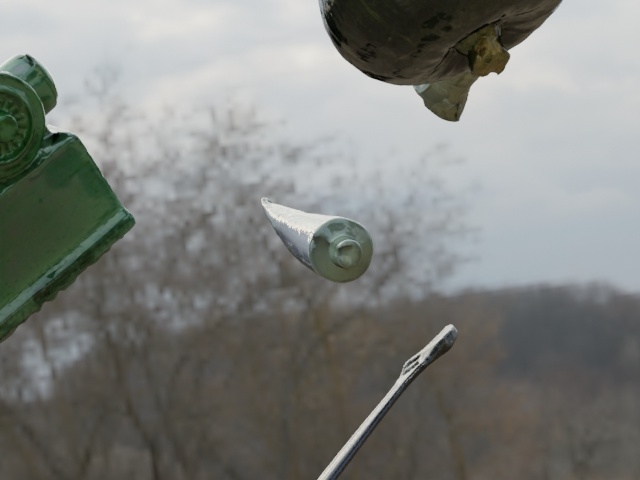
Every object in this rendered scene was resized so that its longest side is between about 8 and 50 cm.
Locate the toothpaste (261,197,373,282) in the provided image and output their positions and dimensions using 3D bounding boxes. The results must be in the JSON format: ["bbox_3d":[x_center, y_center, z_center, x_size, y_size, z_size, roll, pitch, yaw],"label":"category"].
[{"bbox_3d":[-0.001,0.000,1.451,0.069,0.047,0.268,15,2,-10],"label":"toothpaste"}]

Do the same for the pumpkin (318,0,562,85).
[{"bbox_3d":[0.079,-0.161,1.136,0.167,0.125,0.167,-47,-10,-11],"label":"pumpkin"}]

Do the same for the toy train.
[{"bbox_3d":[-0.299,-0.025,1.504,0.266,0.202,0.145,-41,31,-20],"label":"toy train"}]

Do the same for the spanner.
[{"bbox_3d":[0.045,0.135,1.444,0.208,0.012,0.046,-48,8,-30],"label":"spanner"}]

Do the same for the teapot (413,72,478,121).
[{"bbox_3d":[0.096,-0.132,1.352,0.057,0.067,0.083,-13,-40,-51],"label":"teapot"}]
